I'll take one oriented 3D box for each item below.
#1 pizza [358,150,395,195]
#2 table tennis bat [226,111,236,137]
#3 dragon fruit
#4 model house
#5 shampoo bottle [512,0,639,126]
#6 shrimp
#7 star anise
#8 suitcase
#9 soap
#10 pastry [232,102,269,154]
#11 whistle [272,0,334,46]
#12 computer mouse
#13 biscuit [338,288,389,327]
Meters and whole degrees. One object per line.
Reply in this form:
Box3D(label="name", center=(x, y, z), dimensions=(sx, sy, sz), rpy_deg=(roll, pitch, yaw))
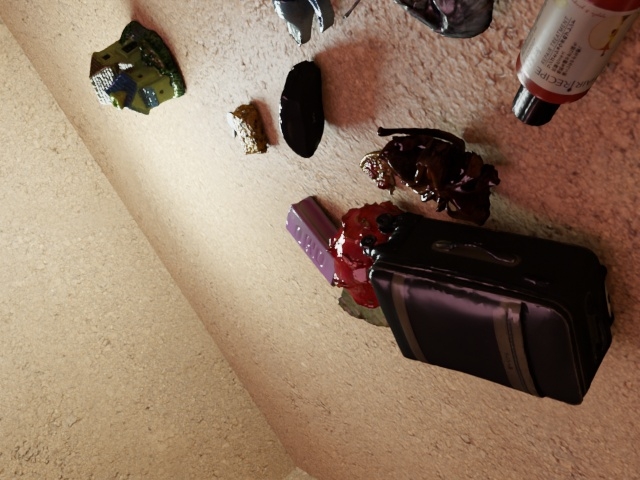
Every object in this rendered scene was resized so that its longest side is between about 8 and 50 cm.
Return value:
Box3D(label="pizza", center=(0.115, -0.146, 1.563), dimensions=(0.100, 0.029, 0.099), rpy_deg=(43, 154, 18))
Box3D(label="table tennis bat", center=(-0.223, -0.294, 1.985), dimensions=(0.050, 0.007, 0.083), rpy_deg=(40, 153, 23))
Box3D(label="dragon fruit", center=(0.122, 0.047, 1.633), dimensions=(0.205, 0.210, 0.268), rpy_deg=(52, 170, 47))
Box3D(label="model house", center=(-0.501, -0.439, 2.057), dimensions=(0.214, 0.189, 0.195), rpy_deg=(39, 156, 29))
Box3D(label="shampoo bottle", center=(0.312, -0.246, 0.970), dimensions=(0.104, 0.104, 0.278), rpy_deg=(44, 156, 16))
Box3D(label="shrimp", center=(0.080, -0.404, 1.079), dimensions=(0.372, 0.172, 0.137), rpy_deg=(39, 160, 10))
Box3D(label="star anise", center=(0.213, -0.118, 1.309), dimensions=(0.190, 0.126, 0.220), rpy_deg=(36, 175, 30))
Box3D(label="suitcase", center=(0.279, 0.110, 1.342), dimensions=(0.433, 0.194, 0.283), rpy_deg=(11, 140, 37))
Box3D(label="soap", center=(0.000, 0.000, 1.899), dimensions=(0.203, 0.065, 0.122), rpy_deg=(51, 154, 21))
Box3D(label="pastry", center=(-0.172, -0.266, 1.875), dimensions=(0.080, 0.056, 0.140), rpy_deg=(14, 136, 37))
Box3D(label="whistle", center=(-0.047, -0.456, 1.351), dimensions=(0.180, 0.093, 0.269), rpy_deg=(46, 163, 27))
Box3D(label="computer mouse", center=(-0.043, -0.263, 1.572), dimensions=(0.073, 0.122, 0.217), rpy_deg=(16, 145, 15))
Box3D(label="biscuit", center=(0.142, 0.127, 1.862), dimensions=(0.187, 0.036, 0.273), rpy_deg=(39, 145, 11))
